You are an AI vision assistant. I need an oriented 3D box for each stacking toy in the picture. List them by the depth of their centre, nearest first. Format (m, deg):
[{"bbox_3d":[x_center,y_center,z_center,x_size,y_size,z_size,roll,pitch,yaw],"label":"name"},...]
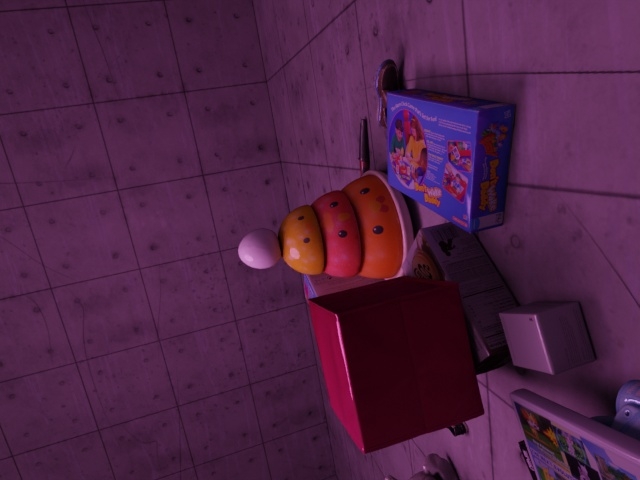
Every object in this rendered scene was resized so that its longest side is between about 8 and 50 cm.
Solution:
[{"bbox_3d":[0.000,0.000,1.249,0.351,0.481,0.350,167,90,-76],"label":"stacking toy"}]

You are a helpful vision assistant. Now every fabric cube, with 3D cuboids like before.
[{"bbox_3d":[0.142,0.230,0.883,0.254,0.259,0.257,169,89,-78],"label":"fabric cube"}]

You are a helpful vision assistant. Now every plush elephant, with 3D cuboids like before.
[{"bbox_3d":[0.302,0.808,1.270,0.330,0.272,0.255,-23,94,47],"label":"plush elephant"}]

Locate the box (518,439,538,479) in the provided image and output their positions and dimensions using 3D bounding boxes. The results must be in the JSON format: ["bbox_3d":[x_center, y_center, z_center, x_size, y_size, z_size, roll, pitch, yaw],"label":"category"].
[{"bbox_3d":[0.449,0.432,0.724,0.147,0.078,0.180,112,142,-67],"label":"box"}]

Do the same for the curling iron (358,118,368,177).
[{"bbox_3d":[0.136,-0.263,1.396,0.068,0.035,0.273,-124,25,-55],"label":"curling iron"}]

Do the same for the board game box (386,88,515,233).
[{"bbox_3d":[0.256,-0.191,0.915,0.347,0.078,0.233,-128,29,-59],"label":"board game box"}]

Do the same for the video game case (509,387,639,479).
[{"bbox_3d":[0.393,0.382,0.552,0.329,0.036,0.299,134,119,-83],"label":"video game case"}]

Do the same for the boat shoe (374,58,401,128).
[{"bbox_3d":[0.184,-0.369,1.085,0.183,0.066,0.066,78,165,-47],"label":"boat shoe"}]

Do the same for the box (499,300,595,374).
[{"bbox_3d":[0.383,0.162,0.721,0.102,0.087,0.101,149,108,-75],"label":"box"}]

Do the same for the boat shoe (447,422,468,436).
[{"bbox_3d":[0.362,0.505,1.198,0.133,0.042,0.048,-149,45,-72],"label":"boat shoe"}]

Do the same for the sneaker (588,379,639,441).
[{"bbox_3d":[0.433,0.233,0.501,0.365,0.135,0.150,99,151,-54],"label":"sneaker"}]

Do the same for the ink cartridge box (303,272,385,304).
[{"bbox_3d":[0.126,0.233,1.393,0.395,0.270,0.151,-121,21,-51],"label":"ink cartridge box"}]

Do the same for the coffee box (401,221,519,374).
[{"bbox_3d":[0.306,0.126,0.916,0.168,0.119,0.297,100,153,-56],"label":"coffee box"}]
